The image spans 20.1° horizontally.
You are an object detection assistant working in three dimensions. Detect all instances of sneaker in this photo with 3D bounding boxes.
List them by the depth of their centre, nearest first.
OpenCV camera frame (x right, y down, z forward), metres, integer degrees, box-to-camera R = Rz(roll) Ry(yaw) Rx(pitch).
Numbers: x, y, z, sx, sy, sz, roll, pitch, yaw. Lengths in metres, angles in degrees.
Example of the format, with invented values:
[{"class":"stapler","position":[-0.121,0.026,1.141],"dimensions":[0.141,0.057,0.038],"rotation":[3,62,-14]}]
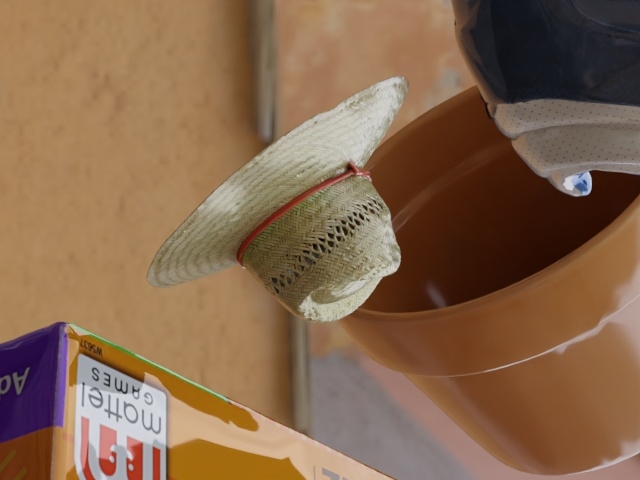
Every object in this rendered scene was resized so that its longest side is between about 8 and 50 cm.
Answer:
[{"class":"sneaker","position":[0.226,-0.144,0.917],"dimensions":[0.130,0.322,0.236],"rotation":[-98,166,-65]}]

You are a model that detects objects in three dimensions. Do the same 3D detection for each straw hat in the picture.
[{"class":"straw hat","position":[0.000,0.000,0.747],"dimensions":[0.061,0.144,0.144],"rotation":[50,-37,10]}]

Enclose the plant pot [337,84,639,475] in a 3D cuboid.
[{"class":"plant pot","position":[0.163,0.033,1.309],"dimensions":[0.203,0.291,0.291],"rotation":[59,-12,-28]}]

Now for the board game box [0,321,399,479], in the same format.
[{"class":"board game box","position":[-0.132,0.299,0.830],"dimensions":[0.356,0.356,0.356],"rotation":[-20,-123,32]}]
